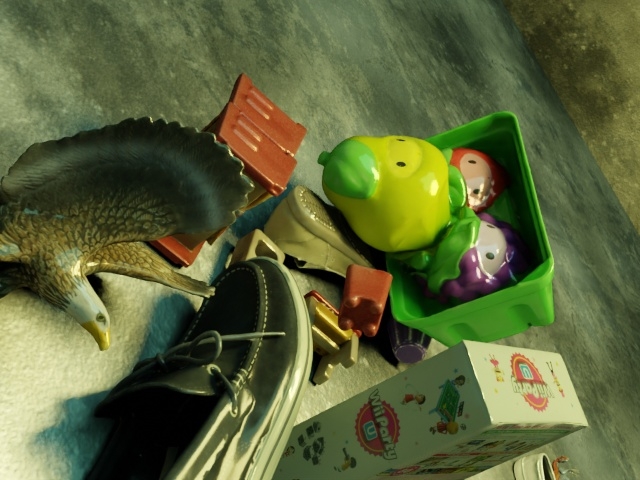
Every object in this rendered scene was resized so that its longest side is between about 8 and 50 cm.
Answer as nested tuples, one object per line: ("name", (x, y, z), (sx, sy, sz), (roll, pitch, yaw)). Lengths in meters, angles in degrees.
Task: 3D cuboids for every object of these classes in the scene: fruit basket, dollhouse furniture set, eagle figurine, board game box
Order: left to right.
("eagle figurine", (-0.243, 0.005, 0.926), (0.298, 0.226, 0.225), (-27, 111, -34))
("dollhouse furniture set", (-0.048, -0.005, 1.218), (0.374, 0.201, 0.152), (42, 34, -20))
("board game box", (0.119, 0.227, 1.065), (0.224, 0.303, 0.097), (14, 52, -48))
("fruit basket", (0.182, -0.053, 1.393), (0.392, 0.283, 0.392), (55, 23, -39))

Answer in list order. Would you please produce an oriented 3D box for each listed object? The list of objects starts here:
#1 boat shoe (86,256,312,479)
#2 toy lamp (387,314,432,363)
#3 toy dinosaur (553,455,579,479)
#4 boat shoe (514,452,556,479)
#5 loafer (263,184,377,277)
("boat shoe", (-0.136, 0.179, 0.957), (0.156, 0.187, 0.500), (47, 38, -25))
("toy lamp", (0.152, 0.089, 1.520), (0.080, 0.080, 0.274), (40, 32, -24))
("toy dinosaur", (0.426, 0.415, 1.627), (0.090, 0.047, 0.082), (21, 27, -29))
("boat shoe", (0.381, 0.442, 1.515), (0.066, 0.063, 0.184), (24, 44, -41))
("loafer", (0.000, 0.000, 1.387), (0.268, 0.092, 0.101), (39, 28, -53))
